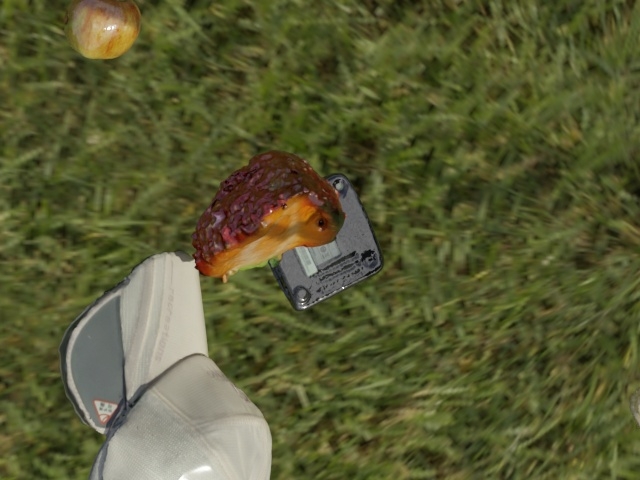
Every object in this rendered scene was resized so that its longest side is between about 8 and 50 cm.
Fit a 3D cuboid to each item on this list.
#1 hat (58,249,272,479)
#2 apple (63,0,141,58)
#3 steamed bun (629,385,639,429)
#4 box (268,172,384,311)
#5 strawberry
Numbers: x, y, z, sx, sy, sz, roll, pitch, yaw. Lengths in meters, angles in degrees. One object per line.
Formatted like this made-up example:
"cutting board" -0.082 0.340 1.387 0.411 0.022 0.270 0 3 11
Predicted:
"hat" -0.122 0.148 1.458 0.161 0.232 0.275 -2 75 8
"apple" -0.238 -0.235 1.825 0.084 0.084 0.071 28 115 11
"steamed bun" 0.411 0.097 1.535 0.295 0.292 0.137 -10 68 -9
"box" 0.000 0.000 1.860 0.125 0.027 0.126 -27 97 -15
"strawberry" -0.049 -0.026 1.437 0.140 0.192 0.085 -22 77 13
